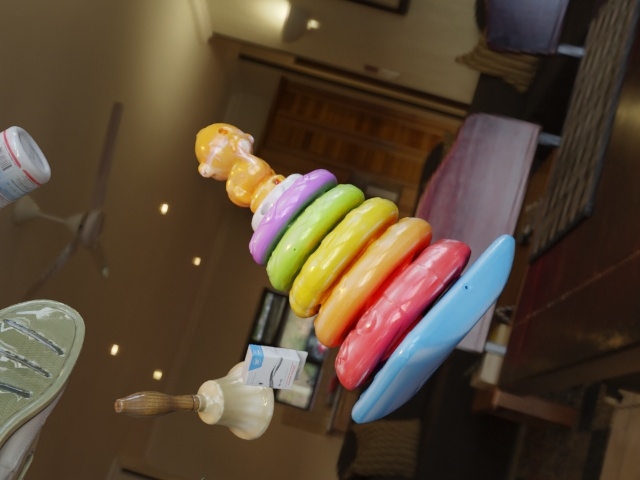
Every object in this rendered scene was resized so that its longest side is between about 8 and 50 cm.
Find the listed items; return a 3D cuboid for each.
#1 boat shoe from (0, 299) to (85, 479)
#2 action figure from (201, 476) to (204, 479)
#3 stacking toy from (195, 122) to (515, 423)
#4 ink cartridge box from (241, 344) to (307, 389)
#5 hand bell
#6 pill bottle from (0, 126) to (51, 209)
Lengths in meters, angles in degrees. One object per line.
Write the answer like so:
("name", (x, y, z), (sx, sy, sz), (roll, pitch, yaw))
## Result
("boat shoe", (-0.317, 0.182, 0.797), (0.302, 0.113, 0.103), (-64, -4, -47))
("action figure", (-0.228, 0.446, 1.235), (0.232, 0.063, 0.137), (-19, -59, -65))
("stacking toy", (0.000, 0.000, 0.771), (0.175, 0.302, 0.165), (-43, -13, -34))
("ink cartridge box", (-0.059, 0.171, 1.161), (0.028, 0.083, 0.048), (-119, 42, -61))
("hand bell", (-0.200, 0.247, 1.310), (0.242, 0.126, 0.126), (6, -77, -45))
("pill bottle", (-0.448, -0.078, 1.151), (0.160, 0.087, 0.087), (-29, 3, 1))
